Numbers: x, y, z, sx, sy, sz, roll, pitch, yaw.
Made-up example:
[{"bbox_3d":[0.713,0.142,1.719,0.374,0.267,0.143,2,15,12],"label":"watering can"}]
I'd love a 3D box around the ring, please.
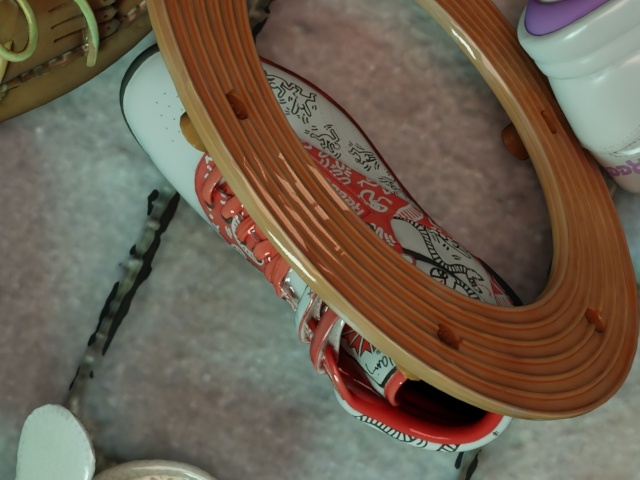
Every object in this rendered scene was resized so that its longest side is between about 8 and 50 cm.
[{"bbox_3d":[0.036,-0.056,0.973,0.032,0.336,0.336,-36,93,30],"label":"ring"}]

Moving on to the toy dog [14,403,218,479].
[{"bbox_3d":[-0.197,0.101,0.949,0.334,0.161,0.220,40,66,9],"label":"toy dog"}]

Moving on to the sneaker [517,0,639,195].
[{"bbox_3d":[0.257,-0.139,1.097,0.305,0.114,0.152,-30,110,-7],"label":"sneaker"}]

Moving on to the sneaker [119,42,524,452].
[{"bbox_3d":[0.001,0.000,1.018,0.270,0.145,0.090,41,105,-5],"label":"sneaker"}]

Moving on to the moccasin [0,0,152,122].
[{"bbox_3d":[-0.204,-0.121,1.003,0.380,0.147,0.139,-25,91,-7],"label":"moccasin"}]
